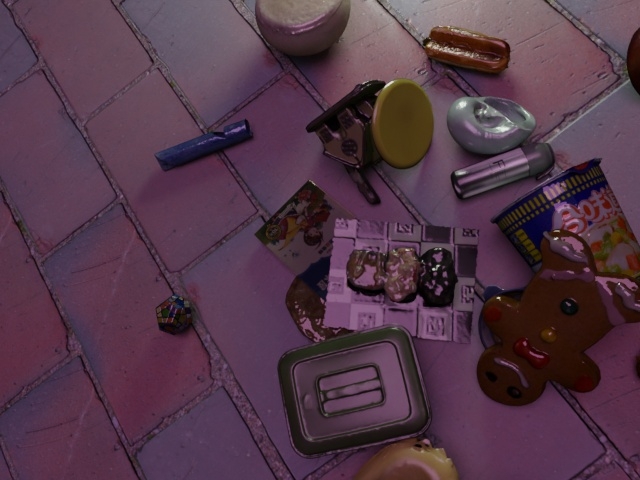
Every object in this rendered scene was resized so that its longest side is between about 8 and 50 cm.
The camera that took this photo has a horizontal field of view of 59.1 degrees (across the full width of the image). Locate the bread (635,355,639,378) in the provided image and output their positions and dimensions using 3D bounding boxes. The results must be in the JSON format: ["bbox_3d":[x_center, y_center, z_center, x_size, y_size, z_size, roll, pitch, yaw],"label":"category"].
[{"bbox_3d":[0.805,0.207,1.234,0.139,0.077,0.271,29,82,24],"label":"bread"}]

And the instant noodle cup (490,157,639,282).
[{"bbox_3d":[0.581,0.018,1.261,0.284,0.284,0.312,-29,77,5],"label":"instant noodle cup"}]

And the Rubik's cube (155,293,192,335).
[{"bbox_3d":[-0.401,0.204,1.548,0.093,0.111,0.111,-10,70,-17],"label":"Rubik's cube"}]

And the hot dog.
[{"bbox_3d":[0.401,-0.528,1.561,0.250,0.076,0.104,19,100,23],"label":"hot dog"}]

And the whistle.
[{"bbox_3d":[-0.352,-0.285,1.694,0.304,0.062,0.062,-18,71,9],"label":"whistle"}]

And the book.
[{"bbox_3d":[0.000,0.000,1.518,0.322,0.018,0.228,40,82,26],"label":"book"}]

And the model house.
[{"bbox_3d":[0.138,-0.253,1.501,0.218,0.205,0.279,-33,92,28],"label":"model house"}]

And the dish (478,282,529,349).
[{"bbox_3d":[0.487,0.195,1.296,0.228,0.086,0.236,-16,93,35],"label":"dish"}]

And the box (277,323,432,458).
[{"bbox_3d":[0.083,0.354,1.336,0.328,0.178,0.253,-14,73,8],"label":"box"}]

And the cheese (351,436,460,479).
[{"bbox_3d":[0.187,0.581,1.235,0.259,0.128,0.316,27,98,10],"label":"cheese"}]

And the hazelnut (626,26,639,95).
[{"bbox_3d":[0.847,-0.432,1.365,0.208,0.208,0.208,-4,73,14],"label":"hazelnut"}]

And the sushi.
[{"bbox_3d":[0.202,0.081,1.385,0.373,0.100,0.296,6,76,6],"label":"sushi"}]

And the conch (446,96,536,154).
[{"bbox_3d":[0.436,-0.301,1.456,0.221,0.121,0.185,21,71,15],"label":"conch"}]

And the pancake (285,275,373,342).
[{"bbox_3d":[0.023,0.164,1.474,0.236,0.042,0.222,19,76,20],"label":"pancake"}]

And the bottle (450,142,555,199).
[{"bbox_3d":[0.464,-0.172,1.436,0.253,0.079,0.096,-20,91,9],"label":"bottle"}]

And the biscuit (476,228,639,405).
[{"bbox_3d":[0.479,0.208,1.204,0.283,0.064,0.432,41,122,17],"label":"biscuit"}]

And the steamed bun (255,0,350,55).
[{"bbox_3d":[-0.046,-0.664,1.658,0.283,0.177,0.283,-4,71,13],"label":"steamed bun"}]

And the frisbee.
[{"bbox_3d":[0.220,-0.302,1.467,0.017,0.236,0.236,11,75,50],"label":"frisbee"}]
